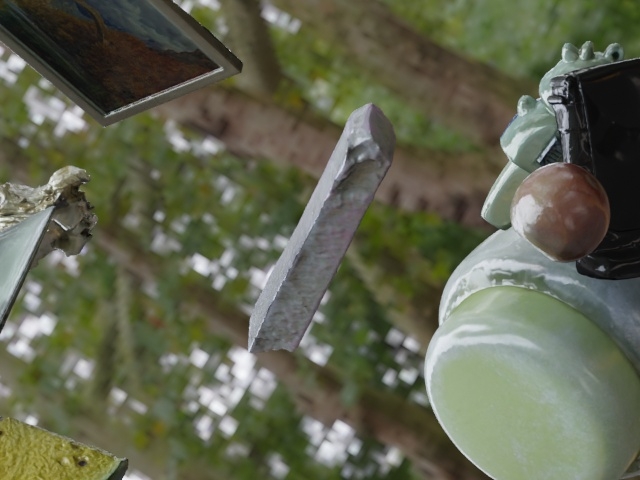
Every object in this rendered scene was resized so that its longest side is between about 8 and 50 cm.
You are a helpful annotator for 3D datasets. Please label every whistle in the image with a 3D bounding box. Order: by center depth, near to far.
[{"bbox_3d":[0.252,-0.113,2.121,0.244,0.110,0.092,-57,11,26],"label":"whistle"}]

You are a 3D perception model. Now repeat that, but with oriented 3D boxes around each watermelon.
[{"bbox_3d":[-0.272,0.211,1.746,0.075,0.181,0.092,-10,-64,-69],"label":"watermelon"}]

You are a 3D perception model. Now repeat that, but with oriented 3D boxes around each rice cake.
[{"bbox_3d":[0.000,0.000,2.012,0.365,0.056,0.073,116,164,-47],"label":"rice cake"}]

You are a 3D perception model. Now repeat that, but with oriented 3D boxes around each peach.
[{"bbox_3d":[0.195,-0.023,1.601,0.083,0.083,0.083,-53,-18,-24],"label":"peach"}]

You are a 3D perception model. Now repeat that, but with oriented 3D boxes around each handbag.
[{"bbox_3d":[0.356,-0.081,2.054,0.246,0.223,0.080,-10,3,-22],"label":"handbag"}]

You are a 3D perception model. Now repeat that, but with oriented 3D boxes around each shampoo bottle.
[{"bbox_3d":[0.296,0.117,2.272,0.317,0.322,0.322,-45,-22,-39],"label":"shampoo bottle"}]

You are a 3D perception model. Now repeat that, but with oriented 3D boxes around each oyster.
[{"bbox_3d":[-0.342,-0.037,2.478,0.191,0.081,0.163,-32,-29,34],"label":"oyster"}]

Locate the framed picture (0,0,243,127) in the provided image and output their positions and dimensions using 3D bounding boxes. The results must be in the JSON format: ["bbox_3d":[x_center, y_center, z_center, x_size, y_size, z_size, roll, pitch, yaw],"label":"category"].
[{"bbox_3d":[-0.215,-0.202,1.800,0.250,0.184,0.016,42,-134,-37],"label":"framed picture"}]

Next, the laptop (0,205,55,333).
[{"bbox_3d":[-0.400,0.068,2.225,0.269,0.015,0.188,-22,39,47],"label":"laptop"}]
